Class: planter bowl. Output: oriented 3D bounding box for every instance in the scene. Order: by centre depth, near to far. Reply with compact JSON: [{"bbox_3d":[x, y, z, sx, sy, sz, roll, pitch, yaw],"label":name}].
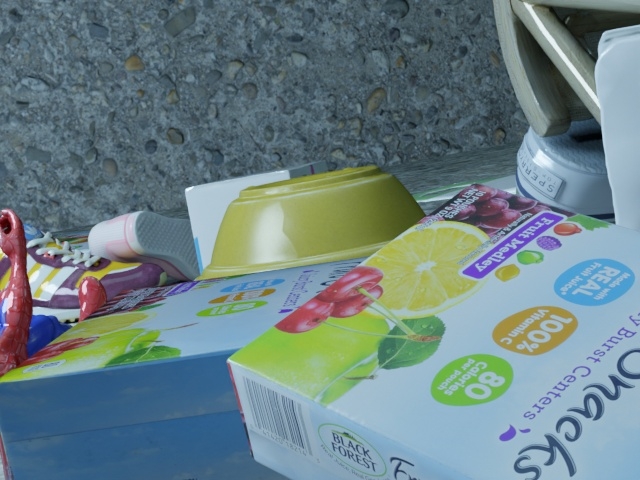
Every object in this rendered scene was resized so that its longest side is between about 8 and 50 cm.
[{"bbox_3d":[0.000,0.000,0.997,0.217,0.090,0.217,-9,5,1],"label":"planter bowl"}]

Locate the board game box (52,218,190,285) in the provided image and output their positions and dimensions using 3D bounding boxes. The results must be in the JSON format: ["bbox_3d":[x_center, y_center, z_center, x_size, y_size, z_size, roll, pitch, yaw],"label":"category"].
[{"bbox_3d":[-0.247,0.025,1.422,0.305,0.053,0.193,-6,7,41],"label":"board game box"}]

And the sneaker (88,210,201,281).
[{"bbox_3d":[-0.147,0.009,1.261,0.070,0.051,0.134,-13,-20,28],"label":"sneaker"}]

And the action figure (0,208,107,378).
[{"bbox_3d":[-0.202,0.029,0.850,0.091,0.139,0.280,-10,7,5],"label":"action figure"}]

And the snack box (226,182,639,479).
[{"bbox_3d":[0.061,0.037,0.351,0.100,0.037,0.141,-35,38,-32],"label":"snack box"}]

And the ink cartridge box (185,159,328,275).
[{"bbox_3d":[-0.041,-0.012,1.206,0.089,0.092,0.143,-9,3,15],"label":"ink cartridge box"}]

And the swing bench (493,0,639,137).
[{"bbox_3d":[0.264,-0.119,0.828,0.253,0.165,0.255,-11,35,-25],"label":"swing bench"}]

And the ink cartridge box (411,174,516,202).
[{"bbox_3d":[0.181,-0.030,1.183,0.235,0.056,0.171,-11,3,33],"label":"ink cartridge box"}]

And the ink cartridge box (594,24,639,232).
[{"bbox_3d":[0.172,-0.014,0.500,0.082,0.140,0.190,-5,7,31],"label":"ink cartridge box"}]

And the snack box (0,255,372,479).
[{"bbox_3d":[-0.004,0.050,0.529,0.174,0.070,0.207,-8,6,5],"label":"snack box"}]

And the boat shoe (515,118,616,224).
[{"bbox_3d":[0.251,-0.044,0.938,0.302,0.094,0.109,-6,45,-21],"label":"boat shoe"}]

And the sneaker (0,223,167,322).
[{"bbox_3d":[-0.220,0.024,1.193,0.185,0.084,0.069,-10,5,8],"label":"sneaker"}]
